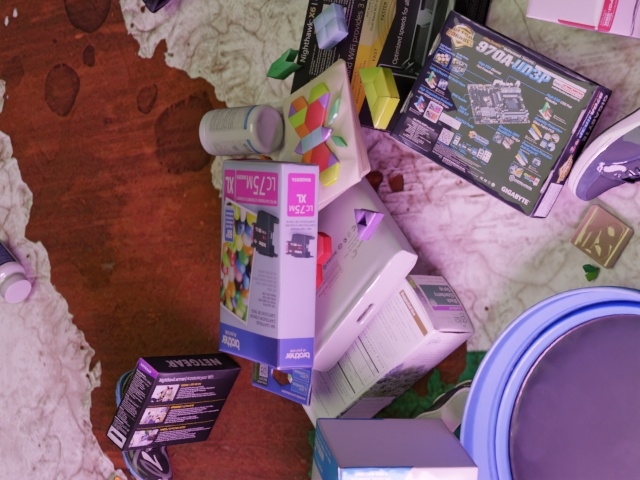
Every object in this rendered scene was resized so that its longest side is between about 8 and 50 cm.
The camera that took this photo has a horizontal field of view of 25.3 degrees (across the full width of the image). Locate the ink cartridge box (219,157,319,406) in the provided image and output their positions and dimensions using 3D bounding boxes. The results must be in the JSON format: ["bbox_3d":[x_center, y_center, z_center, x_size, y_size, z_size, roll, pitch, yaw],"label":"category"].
[{"bbox_3d":[-0.070,0.051,1.856,0.186,0.065,0.311,9,101,62],"label":"ink cartridge box"}]

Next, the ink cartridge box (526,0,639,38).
[{"bbox_3d":[0.319,-0.273,1.660,0.099,0.135,0.056,19,103,39],"label":"ink cartridge box"}]

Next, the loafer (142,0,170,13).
[{"bbox_3d":[-0.188,-0.413,2.127,0.223,0.076,0.078,-25,86,34],"label":"loafer"}]

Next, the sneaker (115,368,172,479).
[{"bbox_3d":[-0.259,0.280,2.148,0.078,0.067,0.188,-29,67,41],"label":"sneaker"}]

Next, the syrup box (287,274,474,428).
[{"bbox_3d":[0.077,0.148,1.863,0.237,0.093,0.096,-45,61,29],"label":"syrup box"}]

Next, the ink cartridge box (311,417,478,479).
[{"bbox_3d":[0.081,0.354,1.743,0.168,0.171,0.232,-129,43,-73],"label":"ink cartridge box"}]

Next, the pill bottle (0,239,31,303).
[{"bbox_3d":[-0.535,0.050,2.385,0.120,0.067,0.067,44,114,32],"label":"pill bottle"}]

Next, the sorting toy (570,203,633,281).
[{"bbox_3d":[0.331,0.006,1.714,0.062,0.012,0.083,39,108,29],"label":"sorting toy"}]

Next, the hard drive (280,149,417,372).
[{"bbox_3d":[0.000,0.000,1.900,0.203,0.040,0.307,-53,39,20],"label":"hard drive"}]

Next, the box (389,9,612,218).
[{"bbox_3d":[0.212,-0.152,1.713,0.220,0.051,0.175,32,104,27],"label":"box"}]

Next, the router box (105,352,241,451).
[{"bbox_3d":[-0.208,0.229,2.037,0.046,0.179,0.133,37,109,32],"label":"router box"}]

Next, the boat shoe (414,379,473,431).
[{"bbox_3d":[0.161,0.220,1.828,0.046,0.038,0.125,43,122,-2],"label":"boat shoe"}]

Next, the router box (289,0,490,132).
[{"bbox_3d":[0.097,-0.297,1.877,0.243,0.081,0.308,18,99,39],"label":"router box"}]

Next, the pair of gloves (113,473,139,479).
[{"bbox_3d":[-0.289,0.377,2.204,0.074,0.010,0.083,47,117,31],"label":"pair of gloves"}]

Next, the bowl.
[{"bbox_3d":[0.343,0.249,1.652,0.391,0.077,0.391,-3,86,40],"label":"bowl"}]

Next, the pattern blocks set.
[{"bbox_3d":[0.002,-0.129,1.845,0.285,0.026,0.325,-45,50,38],"label":"pattern blocks set"}]

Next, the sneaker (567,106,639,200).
[{"bbox_3d":[0.396,-0.072,1.619,0.226,0.086,0.163,-41,64,32],"label":"sneaker"}]

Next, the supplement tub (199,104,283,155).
[{"bbox_3d":[-0.113,-0.158,2.050,0.107,0.071,0.071,1,88,39],"label":"supplement tub"}]
